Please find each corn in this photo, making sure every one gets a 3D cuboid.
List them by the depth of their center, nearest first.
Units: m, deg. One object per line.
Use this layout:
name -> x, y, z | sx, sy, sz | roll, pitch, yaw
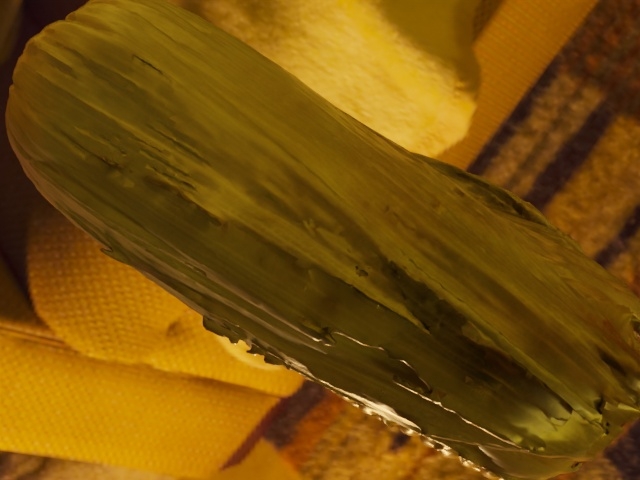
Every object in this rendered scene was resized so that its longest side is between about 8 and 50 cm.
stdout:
corn -> 0.001, -0.003, 0.515 | 0.305, 0.123, 0.122 | 31, 92, 8
